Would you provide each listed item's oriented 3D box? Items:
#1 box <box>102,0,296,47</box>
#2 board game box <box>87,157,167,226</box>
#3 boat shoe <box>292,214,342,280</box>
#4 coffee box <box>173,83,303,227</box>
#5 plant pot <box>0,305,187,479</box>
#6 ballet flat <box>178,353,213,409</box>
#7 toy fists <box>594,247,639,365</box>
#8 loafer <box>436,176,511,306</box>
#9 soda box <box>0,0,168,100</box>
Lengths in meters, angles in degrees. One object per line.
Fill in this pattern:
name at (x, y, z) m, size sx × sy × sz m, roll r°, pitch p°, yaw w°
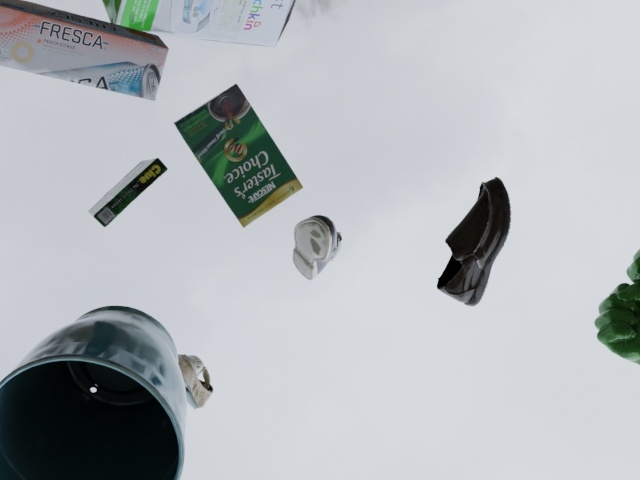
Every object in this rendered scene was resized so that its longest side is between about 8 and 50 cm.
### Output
box at (-0.180, -0.392, 1.252) m, size 0.231 × 0.127 × 0.262 m, roll -1°, pitch -133°, yaw -31°
board game box at (-0.324, -0.081, 1.569) m, size 0.136 × 0.030 × 0.259 m, roll -42°, pitch -167°, yaw -9°
boat shoe at (0.000, 0.000, 1.573) m, size 0.065 × 0.206 × 0.075 m, roll -38°, pitch -103°, yaw -22°
coffee box at (-0.118, -0.124, 1.385) m, size 0.113 × 0.184 × 0.040 m, roll -33°, pitch -167°, yaw -5°
plant pot at (-0.309, 0.227, 1.352) m, size 0.271 × 0.272 × 0.255 m, roll -12°, pitch -160°, yaw 6°
ballet flat at (-0.256, 0.261, 1.851) m, size 0.073 × 0.206 × 0.067 m, roll 37°, pitch -110°, yaw 25°
toy fists at (0.619, 0.102, 1.761) m, size 0.142 × 0.096 × 0.279 m, roll 34°, pitch -108°, yaw 19°
loafer at (0.235, 0.004, 1.472) m, size 0.078 × 0.220 × 0.080 m, roll 8°, pitch -156°, yaw -11°
soda box at (-0.256, -0.200, 0.984) m, size 0.183 × 0.063 × 0.058 m, roll 10°, pitch -158°, yaw -25°
